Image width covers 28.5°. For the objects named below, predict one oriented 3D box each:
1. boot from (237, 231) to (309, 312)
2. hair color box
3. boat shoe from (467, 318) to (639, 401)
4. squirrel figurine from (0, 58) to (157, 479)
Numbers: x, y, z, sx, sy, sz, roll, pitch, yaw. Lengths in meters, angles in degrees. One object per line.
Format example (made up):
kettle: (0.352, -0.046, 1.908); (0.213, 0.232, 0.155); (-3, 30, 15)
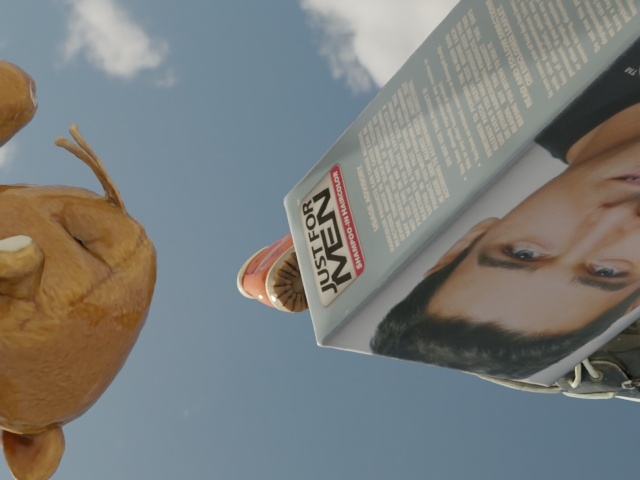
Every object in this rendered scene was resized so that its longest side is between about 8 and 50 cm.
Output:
boot: (0.000, 0.000, 1.039); (0.158, 0.059, 0.084); (-37, -162, -27)
hair color box: (0.162, -0.073, 0.657); (0.185, 0.374, 0.114); (13, -133, -33)
boat shoe: (0.232, 0.091, 1.079); (0.119, 0.335, 0.121); (-7, -95, -35)
squirrel figurine: (-0.316, 0.026, 0.817); (0.370, 0.281, 0.397); (30, -142, 28)
